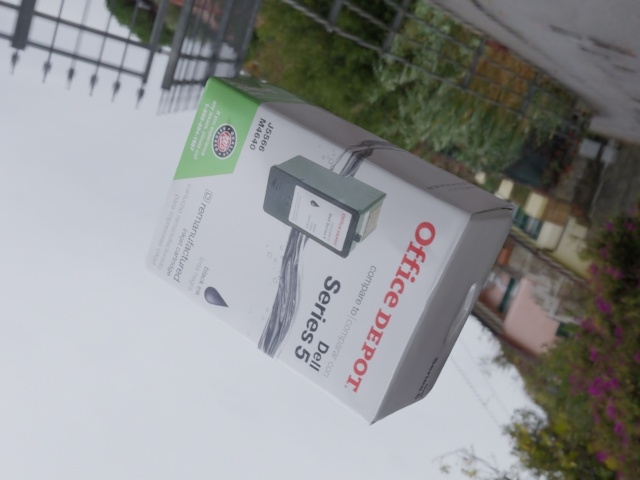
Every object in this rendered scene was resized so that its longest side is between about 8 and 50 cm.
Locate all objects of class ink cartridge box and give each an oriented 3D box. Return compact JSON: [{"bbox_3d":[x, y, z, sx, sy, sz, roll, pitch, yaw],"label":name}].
[{"bbox_3d":[0.000,0.000,0.753,0.273,0.198,0.115,30,-162,25],"label":"ink cartridge box"}]
